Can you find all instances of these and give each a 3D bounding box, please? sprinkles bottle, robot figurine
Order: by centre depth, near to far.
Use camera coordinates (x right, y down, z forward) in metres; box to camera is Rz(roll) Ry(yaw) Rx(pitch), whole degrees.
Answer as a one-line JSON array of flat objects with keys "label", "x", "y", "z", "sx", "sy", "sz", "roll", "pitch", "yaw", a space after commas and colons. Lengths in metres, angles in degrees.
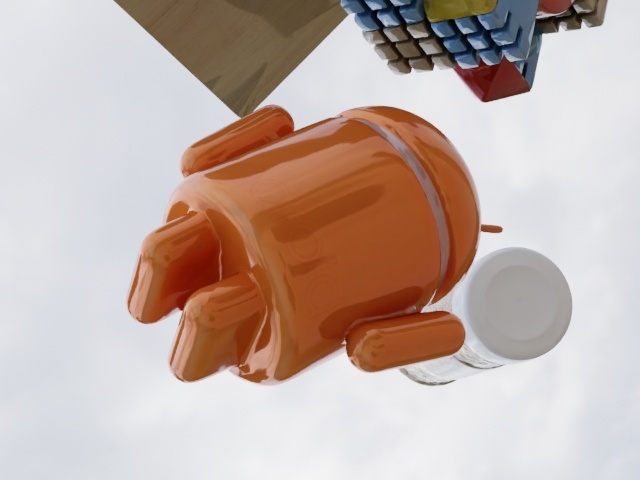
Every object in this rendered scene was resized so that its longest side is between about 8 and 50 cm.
[{"label": "robot figurine", "x": 0.001, "y": 0.002, "z": 0.828, "sx": 0.219, "sy": 0.158, "sz": 0.128, "roll": -26, "pitch": -63, "yaw": -32}, {"label": "sprinkles bottle", "x": 0.173, "y": 0.095, "z": 1.701, "sx": 0.121, "sy": 0.121, "sz": 0.355, "roll": -44, "pitch": 0, "yaw": -15}]

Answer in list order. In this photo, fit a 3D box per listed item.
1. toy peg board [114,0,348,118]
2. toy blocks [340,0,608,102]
[{"label": "toy peg board", "x": -0.069, "y": -0.222, "z": 1.267, "sx": 0.160, "sy": 0.079, "sz": 0.161, "roll": 42, "pitch": -77, "yaw": -17}, {"label": "toy blocks", "x": 0.092, "y": -0.230, "z": 0.982, "sx": 0.381, "sy": 0.191, "sz": 0.261, "roll": 44, "pitch": -128, "yaw": -45}]
